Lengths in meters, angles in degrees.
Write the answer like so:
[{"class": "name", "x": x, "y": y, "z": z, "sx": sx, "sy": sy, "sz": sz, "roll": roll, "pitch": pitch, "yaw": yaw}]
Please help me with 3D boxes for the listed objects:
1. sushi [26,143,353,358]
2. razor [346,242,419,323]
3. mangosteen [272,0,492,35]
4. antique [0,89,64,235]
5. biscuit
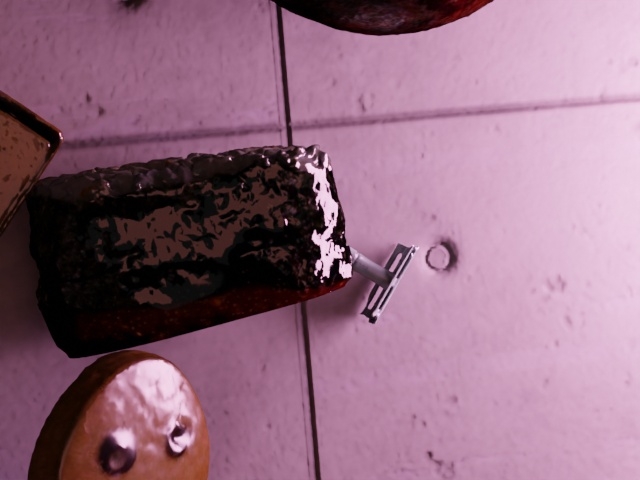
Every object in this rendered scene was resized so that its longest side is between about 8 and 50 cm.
[{"class": "sushi", "x": -0.095, "y": -0.003, "z": 1.360, "sx": 0.225, "sy": 0.136, "sz": 0.126, "roll": -14, "pitch": 95, "yaw": -3}, {"class": "razor", "x": 0.000, "y": 0.000, "z": 1.447, "sx": 0.135, "sy": 0.040, "sz": 0.068, "roll": 31, "pitch": 82, "yaw": -9}, {"class": "mangosteen", "x": 0.037, "y": -0.270, "z": 1.322, "sx": 0.288, "sy": 0.288, "sz": 0.288, "roll": -1, "pitch": 92, "yaw": -17}, {"class": "antique", "x": -0.303, "y": 0.030, "z": 1.327, "sx": 0.093, "sy": 0.087, "sz": 0.310, "roll": 35, "pitch": 81, "yaw": -16}, {"class": "biscuit", "x": -0.139, "y": 0.291, "z": 1.313, "sx": 0.283, "sy": 0.064, "sz": 0.432, "roll": 3, "pitch": 96, "yaw": -53}]
